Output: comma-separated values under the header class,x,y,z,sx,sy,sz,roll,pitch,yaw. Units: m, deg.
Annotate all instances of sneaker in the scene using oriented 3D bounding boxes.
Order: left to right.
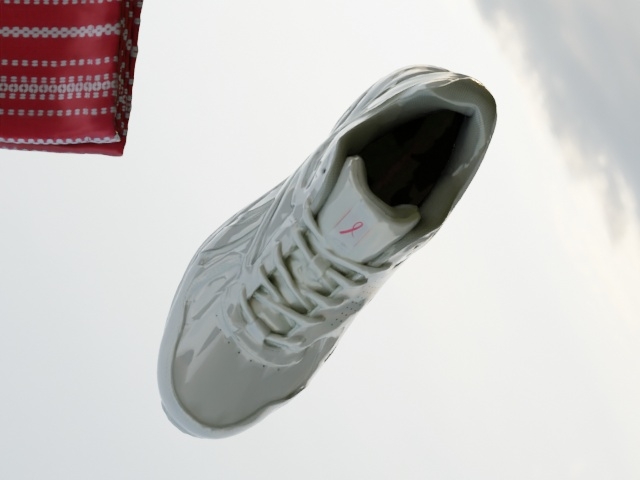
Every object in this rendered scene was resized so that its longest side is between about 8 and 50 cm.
class,x,y,z,sx,sy,sz,roll,pitch,yaw
sneaker,0.000,0.000,0.625,0.090,0.232,0.115,38,176,-3

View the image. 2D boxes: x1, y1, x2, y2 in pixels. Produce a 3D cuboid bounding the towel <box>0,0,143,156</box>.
class,x,y,z,sx,sy,sz,roll,pitch,yaw
towel,-0.187,-0.187,0.674,0.031,0.198,0.275,130,144,-87
